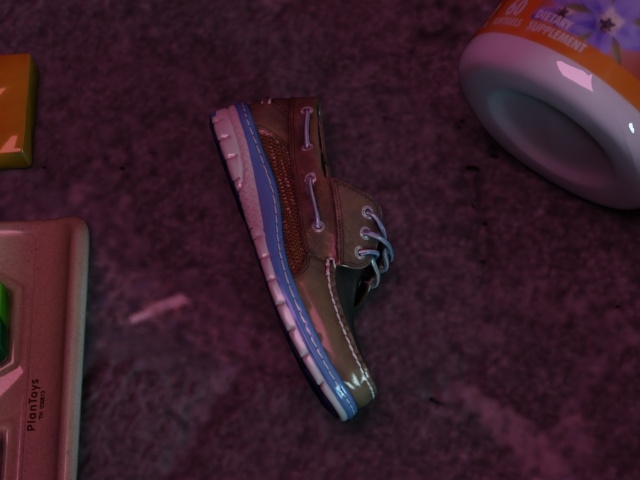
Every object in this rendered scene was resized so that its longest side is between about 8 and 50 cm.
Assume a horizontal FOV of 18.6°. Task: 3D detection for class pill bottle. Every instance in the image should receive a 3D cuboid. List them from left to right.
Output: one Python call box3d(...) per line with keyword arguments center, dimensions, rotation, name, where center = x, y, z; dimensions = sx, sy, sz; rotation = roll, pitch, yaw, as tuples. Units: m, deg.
box3d(center=(0.173, -0.132, 0.968), dimensions=(0.121, 0.121, 0.216), rotation=(31, 74, 21), name="pill bottle")

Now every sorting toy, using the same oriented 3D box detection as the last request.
box3d(center=(-0.231, 0.042, 1.000), dimensions=(0.229, 0.041, 0.307), rotation=(-4, 65, 8), name="sorting toy")

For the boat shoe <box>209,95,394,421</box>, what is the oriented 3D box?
box3d(center=(0.000, 0.000, 0.967), dimensions=(0.066, 0.066, 0.183), rotation=(-20, 64, -1), name="boat shoe")
